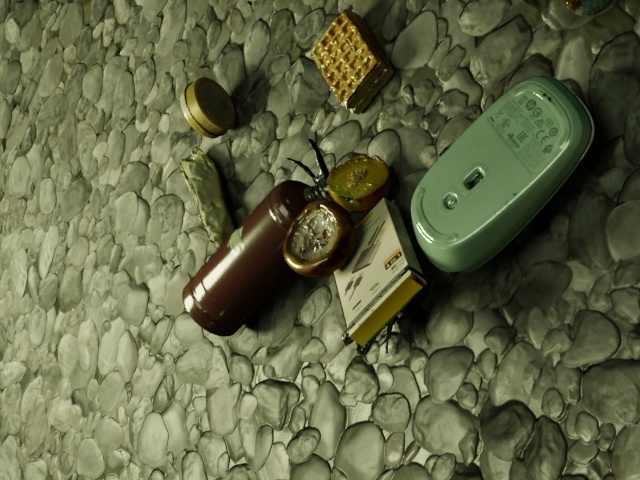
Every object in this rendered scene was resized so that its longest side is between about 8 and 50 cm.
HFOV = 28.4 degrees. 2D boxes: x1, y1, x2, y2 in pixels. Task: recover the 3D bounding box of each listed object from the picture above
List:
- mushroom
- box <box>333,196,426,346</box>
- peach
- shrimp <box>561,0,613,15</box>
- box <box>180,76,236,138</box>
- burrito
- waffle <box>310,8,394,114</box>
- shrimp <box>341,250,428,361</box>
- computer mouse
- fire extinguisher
[{"bbox_3d":[0.000,0.000,1.822,0.123,0.052,0.123,-20,52,29],"label":"mushroom"},{"bbox_3d":[0.072,0.034,1.770,0.129,0.033,0.247,-48,25,17],"label":"box"},{"bbox_3d":[0.059,-0.079,1.868,0.098,0.061,0.098,-7,44,7],"label":"peach"},{"bbox_3d":[0.366,-0.400,1.629,0.090,0.079,0.232,161,125,-86],"label":"shrimp"},{"bbox_3d":[-0.191,-0.227,2.161,0.037,0.106,0.105,-30,58,31],"label":"box"},{"bbox_3d":[-0.193,-0.072,2.151,0.058,0.063,0.229,110,146,-50],"label":"burrito"},{"bbox_3d":[0.048,-0.278,1.962,0.102,0.042,0.148,-51,47,27],"label":"waffle"},{"bbox_3d":[0.096,0.089,1.800,0.174,0.082,0.076,-55,3,9],"label":"shrimp"},{"bbox_3d":[0.239,-0.079,1.656,0.288,0.097,0.159,-45,47,15],"label":"computer mouse"},{"bbox_3d":[-0.082,-0.001,1.961,0.135,0.114,0.337,50,119,8],"label":"fire extinguisher"}]
